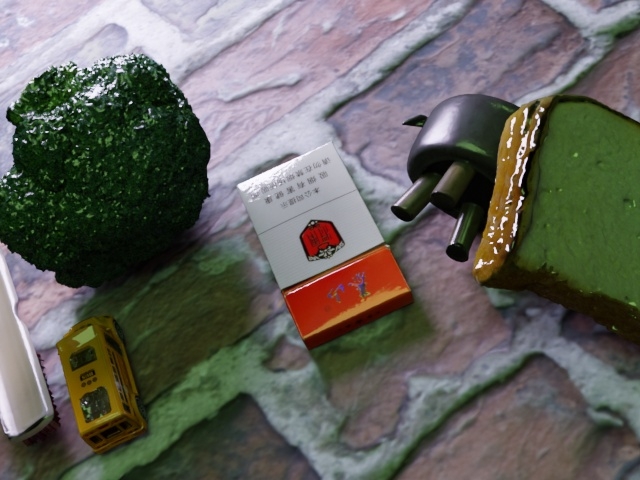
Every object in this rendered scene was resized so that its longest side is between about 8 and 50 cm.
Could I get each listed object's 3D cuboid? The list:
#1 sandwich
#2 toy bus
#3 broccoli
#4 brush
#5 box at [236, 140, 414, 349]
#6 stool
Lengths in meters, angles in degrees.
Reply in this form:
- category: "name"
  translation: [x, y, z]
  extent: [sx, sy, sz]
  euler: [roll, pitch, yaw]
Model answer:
- category: "sandwich"
  translation: [0.284, -0.016, 0.920]
  extent: [0.251, 0.087, 0.226]
  euler: [24, 67, -17]
- category: "toy bus"
  translation: [-0.254, 0.152, 1.042]
  extent: [0.069, 0.074, 0.162]
  euler: [-26, 56, 0]
- category: "broccoli"
  translation: [-0.265, -0.090, 1.115]
  extent: [0.245, 0.265, 0.294]
  euler: [-11, 54, 56]
- category: "brush"
  translation: [-0.377, 0.120, 1.120]
  extent: [0.060, 0.050, 0.321]
  euler: [-33, 48, -3]
- category: "box"
  translation: [0.000, 0.000, 1.093]
  extent: [0.139, 0.035, 0.245]
  euler: [-24, 55, 0]
- category: "stool"
  translation: [0.190, -0.061, 1.005]
  extent: [0.228, 0.153, 0.139]
  euler: [18, 65, 25]
